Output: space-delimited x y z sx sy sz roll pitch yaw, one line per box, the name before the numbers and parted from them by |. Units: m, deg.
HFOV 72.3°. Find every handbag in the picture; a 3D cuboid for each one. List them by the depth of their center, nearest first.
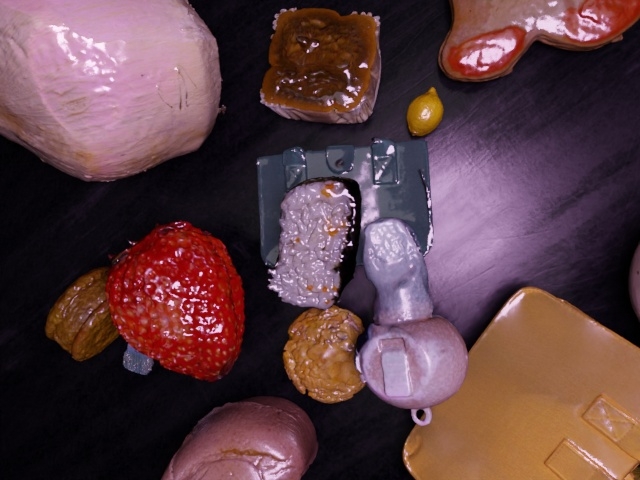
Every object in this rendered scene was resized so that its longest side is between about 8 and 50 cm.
handbag | 0.351 0.306 0.712 0.400 0.133 0.283 -55 46 8
handbag | 0.042 -0.064 0.832 0.327 0.089 0.238 -4 90 11

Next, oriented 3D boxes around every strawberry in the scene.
strawberry | -0.244 0.121 0.811 0.238 0.250 0.288 -44 62 7

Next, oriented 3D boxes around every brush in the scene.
brush | -0.382 0.195 0.959 0.070 0.021 0.196 15 95 9

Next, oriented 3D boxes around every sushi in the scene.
sushi | 0.000 0.000 0.735 0.136 0.126 0.225 14 97 7

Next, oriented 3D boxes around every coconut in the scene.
coconut | -0.401 -0.289 0.753 0.405 0.404 0.404 0 92 11

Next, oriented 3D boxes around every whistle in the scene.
whistle | 0.148 0.132 0.748 0.189 0.189 0.347 -10 83 12

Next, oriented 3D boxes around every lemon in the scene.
lemon | 0.192 -0.235 0.806 0.065 0.065 0.092 23 99 10

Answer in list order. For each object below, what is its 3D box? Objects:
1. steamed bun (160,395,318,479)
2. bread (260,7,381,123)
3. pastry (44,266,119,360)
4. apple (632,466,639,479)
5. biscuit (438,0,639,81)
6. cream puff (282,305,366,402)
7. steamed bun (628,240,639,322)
steamed bun | -0.166 0.411 0.824 0.301 0.251 0.199 -38 74 7
bread | 0.004 -0.323 0.817 0.210 0.110 0.192 12 93 11
pastry | -0.458 0.146 0.891 0.103 0.189 0.188 34 98 3
apple | 0.553 0.456 0.717 0.346 0.179 0.254 0 130 12
biscuit | 0.314 -0.489 0.744 0.369 0.076 0.393 -12 93 18
cream puff | 0.016 0.214 0.827 0.189 0.129 0.188 1 95 10
steamed bun | 0.626 0.080 0.642 0.325 0.206 0.324 0 72 -1
